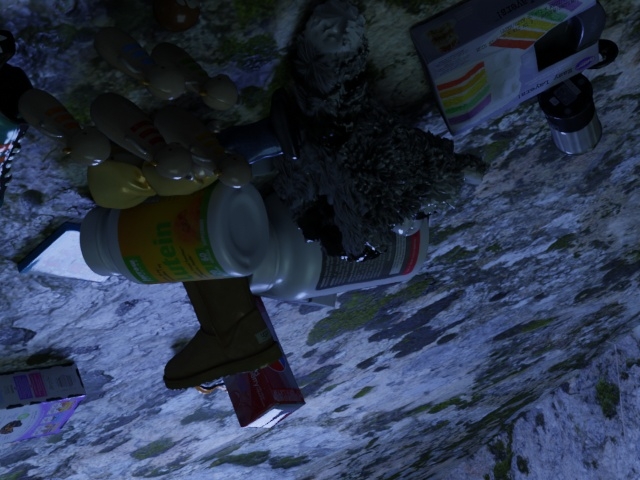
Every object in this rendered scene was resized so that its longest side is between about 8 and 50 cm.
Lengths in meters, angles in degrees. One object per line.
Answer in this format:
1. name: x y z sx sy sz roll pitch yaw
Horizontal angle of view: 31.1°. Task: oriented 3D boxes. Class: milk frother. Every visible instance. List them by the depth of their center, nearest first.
1. milk frother: 0.415 -0.228 1.810 0.143 0.129 0.135 -22 153 11

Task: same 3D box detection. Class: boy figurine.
1. boy figurine: -0.167 -0.116 1.503 0.285 0.177 0.092 -14 114 10

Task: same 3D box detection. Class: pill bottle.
1. pill bottle: -0.207 -0.009 1.589 0.245 0.136 0.136 -6 166 28
2. pill bottle: 0.000 0.000 1.829 0.318 0.176 0.176 -9 151 -32

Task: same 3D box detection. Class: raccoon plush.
1. raccoon plush: 0.120 -0.161 1.613 0.299 0.216 0.446 -31 154 -31

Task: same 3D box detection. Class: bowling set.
1. bowling set: -0.171 -0.172 1.275 0.287 0.154 0.200 -4 126 -54

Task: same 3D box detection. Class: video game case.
1. video game case: -0.357 0.021 1.737 0.119 0.015 0.166 -37 153 26

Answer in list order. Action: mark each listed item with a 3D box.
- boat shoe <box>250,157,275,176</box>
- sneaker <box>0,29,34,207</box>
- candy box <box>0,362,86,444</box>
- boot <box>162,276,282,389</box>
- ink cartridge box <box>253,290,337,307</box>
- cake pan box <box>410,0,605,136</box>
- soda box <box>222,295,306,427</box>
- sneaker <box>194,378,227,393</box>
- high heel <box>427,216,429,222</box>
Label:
1. boat shoe: -0.132 -0.107 1.649 0.142 0.049 0.040 -5 -175 -33
2. sneaker: -0.377 -0.125 1.305 0.121 0.108 0.302 -14 153 -13
3. candy box: -0.544 0.300 2.062 0.196 0.070 0.165 -5 150 -38
4. boot: -0.188 0.076 1.736 0.236 0.269 0.089 -19 -174 32
5. ink cartridge box: -0.054 0.075 2.013 0.109 0.063 0.150 5 174 33
6. cake pan box: 0.276 -0.280 1.654 0.267 0.070 0.246 -26 158 3
7. soda box: -0.127 0.190 1.989 0.092 0.263 0.083 -38 152 27
8. sneaker: -0.204 0.252 2.287 0.083 0.084 0.215 -48 153 17
9. high heel: 0.072 -0.017 2.027 0.244 0.082 0.117 -5 111 -1
